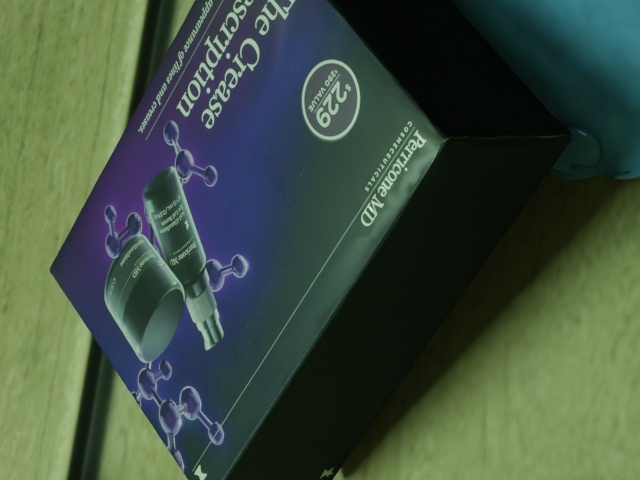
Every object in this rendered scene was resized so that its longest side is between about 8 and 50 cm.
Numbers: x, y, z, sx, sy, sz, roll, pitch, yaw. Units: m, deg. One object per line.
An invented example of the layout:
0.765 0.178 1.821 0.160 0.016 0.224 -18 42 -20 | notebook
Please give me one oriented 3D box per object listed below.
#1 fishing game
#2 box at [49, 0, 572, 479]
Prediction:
0.129 -0.117 0.974 0.189 0.041 0.264 53 143 2 | fishing game
-0.016 -0.017 1.014 0.184 0.103 0.261 50 126 28 | box
